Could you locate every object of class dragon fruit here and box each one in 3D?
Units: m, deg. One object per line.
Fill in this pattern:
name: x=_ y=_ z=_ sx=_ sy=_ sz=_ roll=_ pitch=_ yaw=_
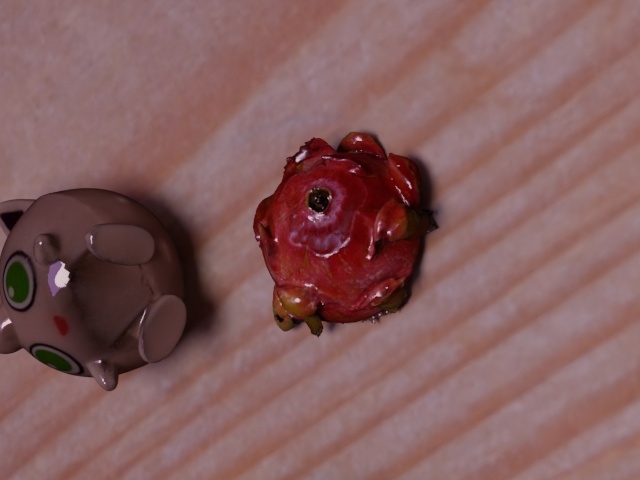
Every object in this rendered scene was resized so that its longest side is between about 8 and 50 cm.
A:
dragon fruit: x=0.002 y=-0.005 z=1.040 sx=0.126 sy=0.068 sz=0.112 roll=-18 pitch=79 yaw=34

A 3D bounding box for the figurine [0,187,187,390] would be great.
figurine: x=-0.147 y=0.029 z=1.112 sx=0.138 sy=0.125 sz=0.125 roll=0 pitch=92 yaw=48
